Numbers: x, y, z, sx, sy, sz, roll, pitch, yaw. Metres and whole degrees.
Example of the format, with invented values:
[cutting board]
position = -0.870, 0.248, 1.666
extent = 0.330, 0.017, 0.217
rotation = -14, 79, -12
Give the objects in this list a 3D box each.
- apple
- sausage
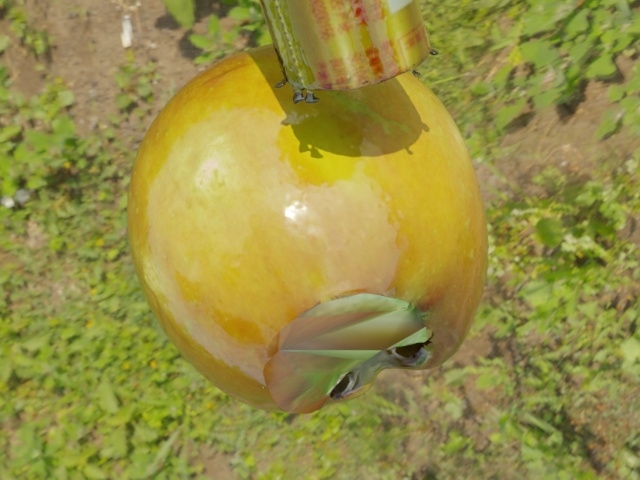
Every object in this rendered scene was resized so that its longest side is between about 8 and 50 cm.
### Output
[apple]
position = 0.000, 0.000, 1.046
extent = 0.374, 0.384, 0.374
rotation = -17, 54, 25
[sausage]
position = -0.019, -0.262, 0.769
extent = 0.125, 0.117, 0.317
rotation = -25, 115, -10
